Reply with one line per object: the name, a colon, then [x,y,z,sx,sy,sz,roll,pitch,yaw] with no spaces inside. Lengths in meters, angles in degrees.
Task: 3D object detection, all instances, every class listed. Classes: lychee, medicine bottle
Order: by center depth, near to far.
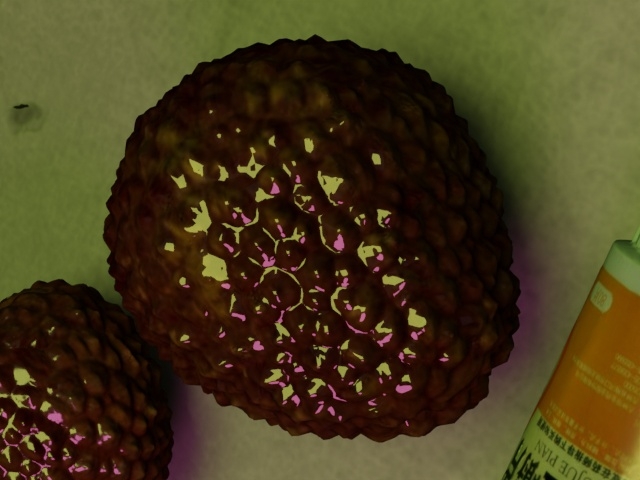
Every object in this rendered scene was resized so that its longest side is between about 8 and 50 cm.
medicine bottle: [0.190,0.123,0.965,0.158,0.158,0.318,29,101,27]
lychee: [0.000,0.000,1.032,0.271,0.236,0.236,47,110,28]
lychee: [-0.186,0.123,1.172,0.188,0.188,0.188,-1,88,29]
